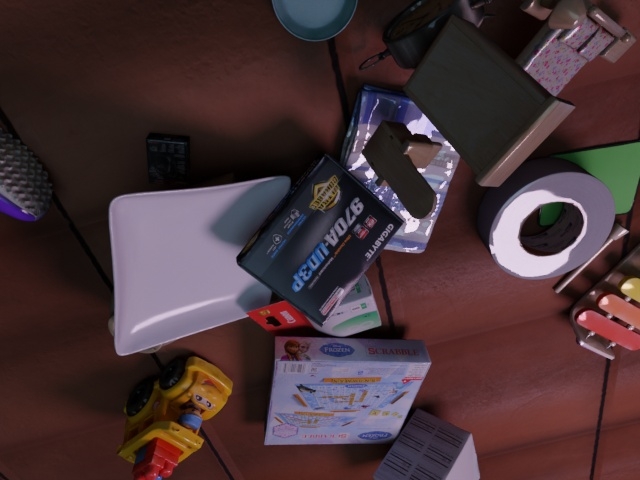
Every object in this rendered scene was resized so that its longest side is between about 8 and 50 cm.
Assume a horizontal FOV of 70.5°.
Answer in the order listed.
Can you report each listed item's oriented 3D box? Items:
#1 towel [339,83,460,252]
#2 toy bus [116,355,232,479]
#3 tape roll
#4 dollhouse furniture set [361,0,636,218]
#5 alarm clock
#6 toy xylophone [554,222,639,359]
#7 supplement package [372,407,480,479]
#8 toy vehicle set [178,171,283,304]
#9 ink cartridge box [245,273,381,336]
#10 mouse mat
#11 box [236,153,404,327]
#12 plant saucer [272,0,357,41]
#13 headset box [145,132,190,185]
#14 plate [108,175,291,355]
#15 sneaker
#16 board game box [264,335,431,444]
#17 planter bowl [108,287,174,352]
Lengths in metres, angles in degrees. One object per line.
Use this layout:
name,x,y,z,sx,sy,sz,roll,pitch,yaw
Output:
towel,0.128,-0.106,0.777,0.209,0.034,0.285,8,120,-12
toy bus,-0.299,0.376,0.916,0.220,0.211,0.149,-37,117,13
tape roll,0.403,-0.037,0.823,0.219,0.072,0.219,-1,121,-2
dollhouse furniture set,0.293,-0.160,0.631,0.356,0.173,0.303,-3,142,-39
alarm clock,0.137,-0.282,0.620,0.192,0.129,0.064,-20,126,28
toy xylophone,0.638,0.097,0.934,0.236,0.081,0.322,18,117,-16
supplement package,0.258,0.560,1.077,0.203,0.149,0.194,-42,128,-33
toy vehicle set,-0.186,0.024,0.816,0.166,0.035,0.267,-16,122,3
ink cartridge box,-0.003,0.148,0.859,0.225,0.056,0.181,-20,152,3
mouse mat,0.502,-0.103,0.840,0.190,0.007,0.152,-9,122,-2
box,0.000,0.000,0.727,0.175,0.051,0.220,40,87,-16
plant saucer,-0.008,-0.340,0.623,0.119,0.021,0.119,-3,121,-4
headset box,-0.240,-0.124,0.720,0.062,0.032,0.083,3,122,-8
plate,-0.188,0.029,0.711,0.278,0.045,0.277,-14,129,-38
sneaker,-0.546,-0.116,0.657,0.146,0.102,0.293,-37,114,20
board game box,0.043,0.341,1.001,0.319,0.066,0.318,4,127,-9
planter bowl,-0.301,0.126,0.796,0.162,0.109,0.162,7,127,9
